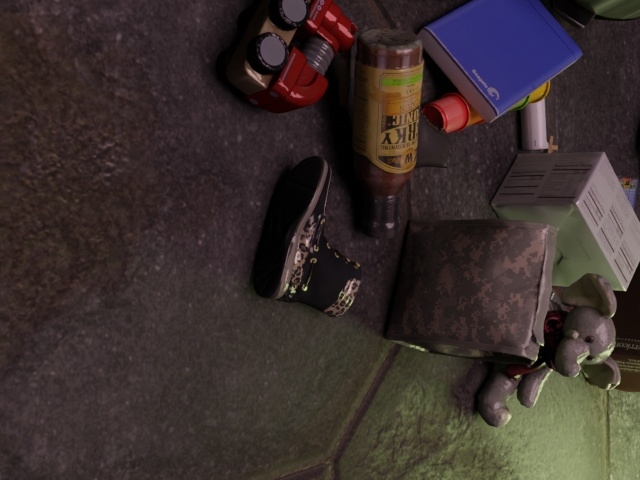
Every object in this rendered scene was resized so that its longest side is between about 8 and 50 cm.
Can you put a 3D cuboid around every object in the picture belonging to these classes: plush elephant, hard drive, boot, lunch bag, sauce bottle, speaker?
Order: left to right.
[{"bbox_3d":[-0.002,0.001,1.527,0.178,0.085,0.236,26,80,-44],"label":"boot"},{"bbox_3d":[0.107,-0.168,1.558,0.111,0.111,0.344,-30,131,-40],"label":"sauce bottle"},{"bbox_3d":[0.173,-0.221,1.675,0.137,0.077,0.198,-1,106,-29],"label":"boot"},{"bbox_3d":[0.284,0.088,1.666,0.169,0.287,0.235,22,75,-42],"label":"lunch bag"},{"bbox_3d":[0.349,-0.372,1.816,0.318,0.040,0.210,-36,84,-38],"label":"hard drive"},{"bbox_3d":[0.441,-0.256,1.967,0.055,0.055,0.136,-9,98,-44],"label":"speaker"},{"bbox_3d":[0.454,0.199,1.857,0.330,0.255,0.272,-35,115,-38],"label":"plush elephant"}]

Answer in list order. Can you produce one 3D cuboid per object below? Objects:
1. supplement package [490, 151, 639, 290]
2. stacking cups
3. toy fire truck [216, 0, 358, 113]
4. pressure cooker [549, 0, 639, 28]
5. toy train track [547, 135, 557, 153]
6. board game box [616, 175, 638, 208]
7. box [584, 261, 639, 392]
[{"bbox_3d":[0.510,-0.039,1.938,0.262,0.204,0.145,52,59,-32],"label":"supplement package"},{"bbox_3d":[0.318,-0.266,1.816,0.316,0.096,0.096,-28,111,-40],"label":"stacking cups"},{"bbox_3d":[-0.017,-0.276,1.475,0.246,0.158,0.217,35,67,-28],"label":"toy fire truck"},{"bbox_3d":[0.632,-0.640,1.899,0.370,0.420,0.375,-14,92,-11],"label":"pressure cooker"},{"bbox_3d":[0.475,-0.201,2.032,0.083,0.014,0.048,0,99,-39],"label":"toy train track"},{"bbox_3d":[0.654,-0.050,2.178,0.194,0.060,0.194,0,91,-44],"label":"board game box"},{"bbox_3d":[0.756,0.163,2.198,0.381,0.191,0.143,-54,126,-29],"label":"box"}]
